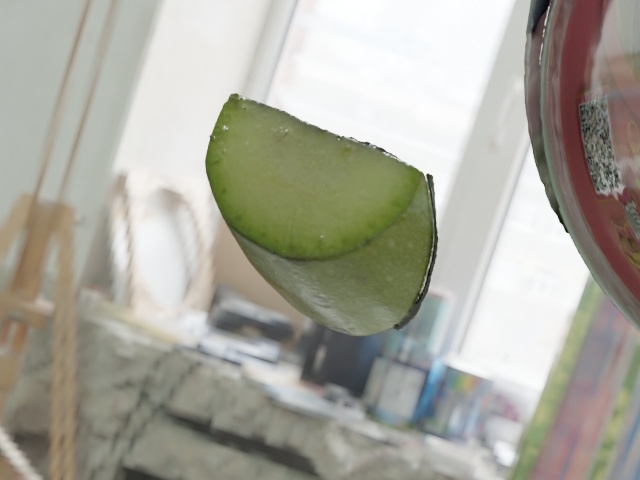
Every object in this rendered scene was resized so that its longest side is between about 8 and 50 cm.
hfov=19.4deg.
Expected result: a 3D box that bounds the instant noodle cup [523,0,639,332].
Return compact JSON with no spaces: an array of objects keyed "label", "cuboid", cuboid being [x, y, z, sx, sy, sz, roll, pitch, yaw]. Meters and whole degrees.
[{"label":"instant noodle cup","cuboid":[0.193,-0.047,0.534,0.244,0.244,0.255,18,3,-4]}]

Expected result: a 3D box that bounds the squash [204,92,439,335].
[{"label":"squash","cuboid":[-0.014,0.009,1.368,0.192,0.184,0.085,24,43,29]}]
